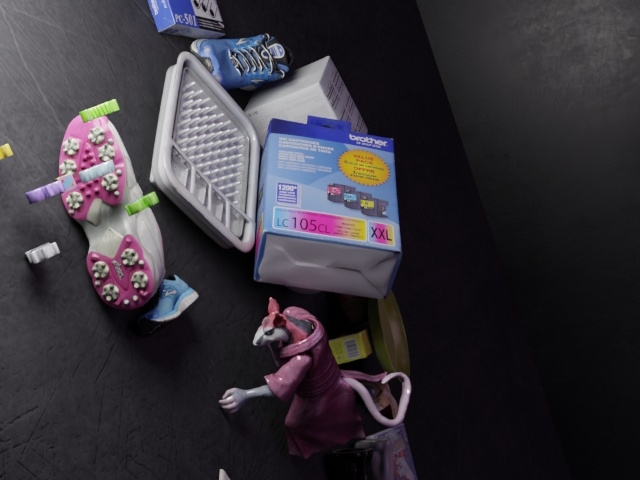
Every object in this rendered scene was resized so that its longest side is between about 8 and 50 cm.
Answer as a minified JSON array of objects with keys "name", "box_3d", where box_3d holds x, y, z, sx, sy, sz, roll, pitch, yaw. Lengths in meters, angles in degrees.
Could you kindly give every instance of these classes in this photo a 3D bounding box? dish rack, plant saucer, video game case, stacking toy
[{"name":"dish rack","box_3d":[-0.220,-0.159,1.791,0.285,0.072,0.333,46,35,-43]},{"name":"plant saucer","box_3d":[0.151,0.210,2.148,0.241,0.037,0.241,-13,90,-75]},{"name":"video game case","box_3d":[0.174,0.532,2.227,0.201,0.023,0.183,4,71,-65]},{"name":"stacking toy","box_3d":[-0.352,-0.085,1.345,0.221,0.052,0.167,-28,103,-25]}]

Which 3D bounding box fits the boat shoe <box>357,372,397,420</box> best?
[{"name":"boat shoe","box_3d":[0.137,0.371,2.206,0.170,0.063,0.059,53,25,-39]}]

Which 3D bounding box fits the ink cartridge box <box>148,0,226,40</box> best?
[{"name":"ink cartridge box","box_3d":[-0.270,-0.463,1.919,0.207,0.046,0.097,-13,84,-66]}]

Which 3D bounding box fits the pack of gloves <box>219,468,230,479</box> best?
[{"name":"pack of gloves","box_3d":[-0.108,0.517,1.565,0.195,0.046,0.232,55,21,-32]}]

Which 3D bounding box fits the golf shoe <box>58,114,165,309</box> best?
[{"name":"golf shoe","box_3d":[-0.319,-0.047,1.482,0.140,0.115,0.306,-29,107,-76]}]

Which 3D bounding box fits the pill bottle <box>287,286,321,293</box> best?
[{"name":"pill bottle","box_3d":[0.000,0.000,2.062,0.146,0.146,0.264,66,25,-15]}]

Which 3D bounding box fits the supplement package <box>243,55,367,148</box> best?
[{"name":"supplement package","box_3d":[-0.029,-0.264,2.118,0.203,0.194,0.149,60,26,-26]}]

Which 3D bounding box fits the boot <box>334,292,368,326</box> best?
[{"name":"boot","box_3d":[0.080,0.121,2.253,0.152,0.073,0.197,64,9,11]}]

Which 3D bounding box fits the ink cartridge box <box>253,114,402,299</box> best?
[{"name":"ink cartridge box","box_3d":[0.010,-0.090,1.903,0.395,0.270,0.151,-91,-167,-46]}]

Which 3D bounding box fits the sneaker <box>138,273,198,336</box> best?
[{"name":"sneaker","box_3d":[-0.263,0.102,1.556,0.073,0.063,0.162,53,21,-6]}]

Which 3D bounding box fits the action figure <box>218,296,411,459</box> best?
[{"name":"action figure","box_3d":[-0.011,0.250,1.748,0.370,0.275,0.248,69,26,-43]}]

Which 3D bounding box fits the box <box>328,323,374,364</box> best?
[{"name":"box","box_3d":[0.082,0.226,2.117,0.232,0.087,0.058,-3,77,-76]}]

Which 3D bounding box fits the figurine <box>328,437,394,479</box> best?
[{"name":"figurine","box_3d":[0.102,0.537,2.011,0.215,0.092,0.210,4,78,-65]}]

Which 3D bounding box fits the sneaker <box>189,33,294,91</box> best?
[{"name":"sneaker","box_3d":[-0.154,-0.383,1.991,0.330,0.147,0.130,-33,104,-65]}]
